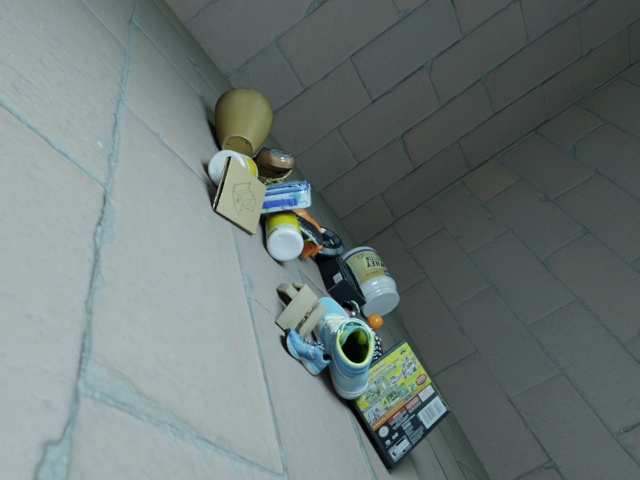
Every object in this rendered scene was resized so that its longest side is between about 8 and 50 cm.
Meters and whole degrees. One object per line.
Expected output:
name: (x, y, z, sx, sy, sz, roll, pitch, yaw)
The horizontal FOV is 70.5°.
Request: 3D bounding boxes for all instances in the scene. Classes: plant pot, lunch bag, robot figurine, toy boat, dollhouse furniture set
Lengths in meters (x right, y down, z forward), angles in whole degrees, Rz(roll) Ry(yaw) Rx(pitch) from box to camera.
plant pot: (-0.302, -0.420, 1.742, 0.237, 0.237, 0.254, 49, 25, -38)
lunch bag: (-0.139, -0.145, 1.524, 0.176, 0.219, 0.090, -85, 167, -74)
robot figurine: (-0.079, -0.039, 1.777, 0.219, 0.158, 0.128, 58, -7, 15)
toy boat: (0.160, 0.322, 1.639, 0.231, 0.151, 0.151, 47, 15, -35)
dollhouse furniture set: (-0.078, 0.199, 1.230, 0.151, 0.123, 0.144, 7, -38, 53)

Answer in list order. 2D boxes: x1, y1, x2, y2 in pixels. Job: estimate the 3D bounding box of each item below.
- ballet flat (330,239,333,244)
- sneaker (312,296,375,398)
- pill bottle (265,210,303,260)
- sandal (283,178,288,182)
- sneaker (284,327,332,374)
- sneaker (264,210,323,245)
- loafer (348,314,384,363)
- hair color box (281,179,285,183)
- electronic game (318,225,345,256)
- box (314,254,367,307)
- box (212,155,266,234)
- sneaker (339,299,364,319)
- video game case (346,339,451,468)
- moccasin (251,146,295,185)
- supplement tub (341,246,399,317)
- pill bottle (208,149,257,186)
ballet flat: (0.058, 0.044, 2.393, 0.188, 0.070, 0.070, 57, 9, 0)
sneaker: (0.064, 0.241, 1.234, 0.208, 0.127, 0.319, 98, -24, -45)
pill bottle: (-0.124, -0.027, 1.514, 0.117, 0.117, 0.215, 52, 10, -26)
sandal: (-0.177, -0.243, 2.291, 0.072, 0.049, 0.180, 37, 34, -49)
sneaker: (-0.029, 0.260, 1.113, 0.162, 0.073, 0.063, 51, 10, -32)
sneaker: (-0.099, -0.042, 1.676, 0.235, 0.097, 0.084, 36, 22, -6)
loafer: (0.141, 0.414, 1.407, 0.130, 0.134, 0.365, 107, -36, -66)
hair color box: (-0.174, -0.229, 2.177, 0.141, 0.043, 0.072, 52, 31, -18)
electronic game: (0.000, 0.000, 2.002, 0.229, 0.048, 0.229, 18, 28, -10)
box: (0.086, 0.169, 1.997, 0.184, 0.103, 0.261, 46, 12, -33)
box: (-0.229, -0.124, 1.313, 0.201, 0.021, 0.164, 41, 56, -60)
sneaker: (0.136, 0.326, 1.796, 0.106, 0.078, 0.234, 36, 20, -49)
video game case: (0.219, 0.457, 1.298, 0.275, 0.035, 0.248, -24, 77, -37)
moccasin: (-0.193, -0.252, 1.649, 0.139, 0.146, 0.380, 12, -3, -26)
supplement tub: (0.243, 0.209, 2.288, 0.228, 0.228, 0.316, 46, 12, -48)
pill bottle: (-0.268, -0.219, 1.443, 0.117, 0.118, 0.208, 56, 8, -1)
